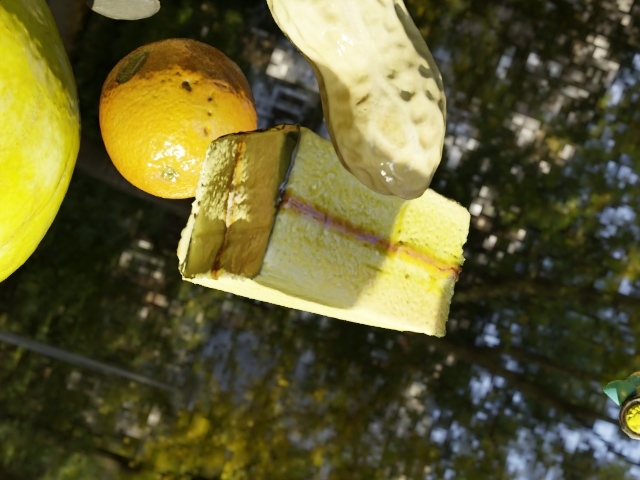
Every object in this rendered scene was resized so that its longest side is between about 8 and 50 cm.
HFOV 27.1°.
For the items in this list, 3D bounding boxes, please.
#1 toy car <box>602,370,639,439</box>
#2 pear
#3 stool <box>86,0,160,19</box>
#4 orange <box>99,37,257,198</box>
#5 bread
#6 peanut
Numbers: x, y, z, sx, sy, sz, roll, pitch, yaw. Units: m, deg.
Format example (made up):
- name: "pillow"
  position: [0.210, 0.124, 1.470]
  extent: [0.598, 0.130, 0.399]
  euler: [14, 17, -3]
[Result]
- name: "toy car"
  position: [0.343, 0.157, 1.176]
  extent: [0.098, 0.161, 0.126]
  euler: [-54, 149, 17]
- name: "pear"
  position: [-0.298, -0.095, 0.944]
  extent: [0.321, 0.269, 0.269]
  euler: [110, -6, -48]
- name: "stool"
  position: [-0.282, -0.307, 1.015]
  extent: [0.310, 0.310, 0.226]
  euler: [35, 51, -67]
- name: "orange"
  position: [-0.173, -0.147, 1.611]
  extent: [0.206, 0.206, 0.206]
  euler: [-160, -90, -82]
- name: "bread"
  position: [0.004, 0.001, 1.408]
  extent: [0.163, 0.264, 0.167]
  euler: [-2, -111, 53]
- name: "peanut"
  position: [0.031, -0.176, 1.194]
  extent: [0.120, 0.298, 0.136]
  euler: [-26, 175, 40]
